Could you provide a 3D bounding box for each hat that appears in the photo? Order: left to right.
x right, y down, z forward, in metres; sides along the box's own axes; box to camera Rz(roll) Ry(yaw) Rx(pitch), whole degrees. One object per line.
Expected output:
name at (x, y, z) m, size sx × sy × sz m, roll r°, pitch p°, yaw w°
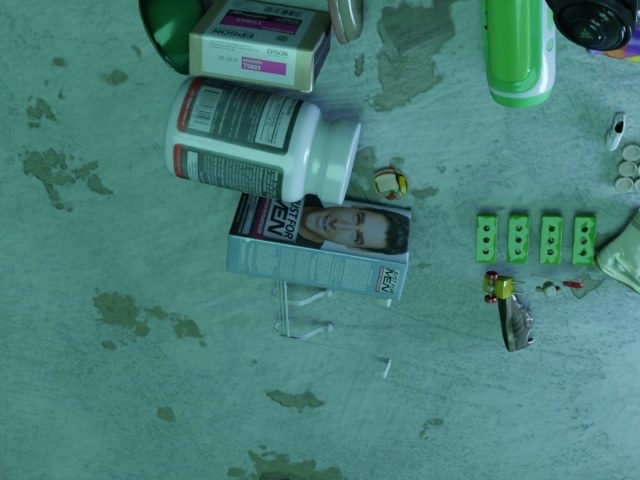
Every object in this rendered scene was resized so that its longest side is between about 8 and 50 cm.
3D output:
hat at (-0.223, -0.439, 1.592) m, size 0.183 × 0.173 × 0.208 m, roll -19°, pitch 126°, yaw 19°

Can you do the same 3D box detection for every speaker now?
speaker at (0.356, -0.394, 1.511) m, size 0.131 × 0.131 × 0.296 m, roll -1°, pitch 125°, yaw 14°

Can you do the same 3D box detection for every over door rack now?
over door rack at (0.034, 0.159, 1.975) m, size 0.324 × 0.108 × 0.239 m, roll 18°, pitch 130°, yaw 26°

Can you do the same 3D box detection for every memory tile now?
memory tile at (0.670, -0.142, 1.688) m, size 0.148 × 0.012 × 0.113 m, roll 5°, pitch 126°, yaw 10°

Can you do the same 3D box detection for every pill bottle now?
pill bottle at (-0.114, -0.194, 1.712) m, size 0.363 × 0.210 × 0.210 m, roll 14°, pitch 127°, yaw 3°

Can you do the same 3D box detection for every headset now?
headset at (0.509, -0.404, 1.359) m, size 0.394 × 0.243 × 0.185 m, roll 56°, pitch 162°, yaw -4°

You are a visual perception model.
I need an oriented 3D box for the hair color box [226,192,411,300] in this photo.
hair color box at (0.000, 0.000, 1.816) m, size 0.374 × 0.185 × 0.113 m, roll 10°, pitch 131°, yaw 0°

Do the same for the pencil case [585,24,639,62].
pencil case at (0.589, -0.360, 1.500) m, size 0.236 × 0.104 × 0.104 m, roll 12°, pitch 127°, yaw 3°

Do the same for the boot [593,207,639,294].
boot at (0.708, 0.035, 1.769) m, size 0.213 × 0.077 × 0.165 m, roll 27°, pitch 124°, yaw -6°

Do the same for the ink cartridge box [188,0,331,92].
ink cartridge box at (-0.109, -0.373, 1.592) m, size 0.235 × 0.193 × 0.088 m, roll 10°, pitch 127°, yaw 5°

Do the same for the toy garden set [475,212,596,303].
toy garden set at (0.459, 0.037, 1.828) m, size 0.244 × 0.049 × 0.203 m, roll 1°, pitch 110°, yaw 9°

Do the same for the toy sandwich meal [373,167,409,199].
toy sandwich meal at (0.150, -0.118, 1.816) m, size 0.086 × 0.029 × 0.085 m, roll 6°, pitch 126°, yaw 9°

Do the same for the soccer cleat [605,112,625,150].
soccer cleat at (0.575, -0.208, 1.648) m, size 0.029 × 0.035 × 0.083 m, roll 11°, pitch 126°, yaw 5°

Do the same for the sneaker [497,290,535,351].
sneaker at (0.452, 0.172, 1.944) m, size 0.071 × 0.066 × 0.188 m, roll -14°, pitch 125°, yaw -2°

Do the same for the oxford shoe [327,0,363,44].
oxford shoe at (0.077, -0.512, 1.497) m, size 0.130 × 0.123 × 0.348 m, roll 3°, pitch 127°, yaw 4°
